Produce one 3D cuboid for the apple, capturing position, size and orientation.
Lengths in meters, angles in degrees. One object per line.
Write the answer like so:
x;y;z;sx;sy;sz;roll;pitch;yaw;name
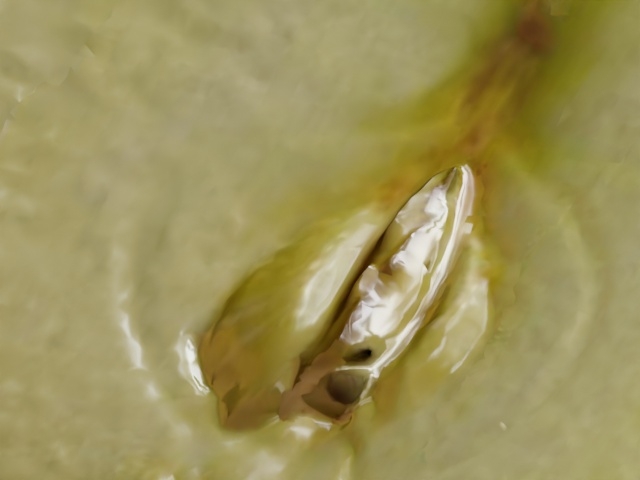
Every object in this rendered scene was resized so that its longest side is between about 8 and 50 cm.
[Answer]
0.000;0.000;0.532;0.320;0.360;0.311;34;-157;9;apple
